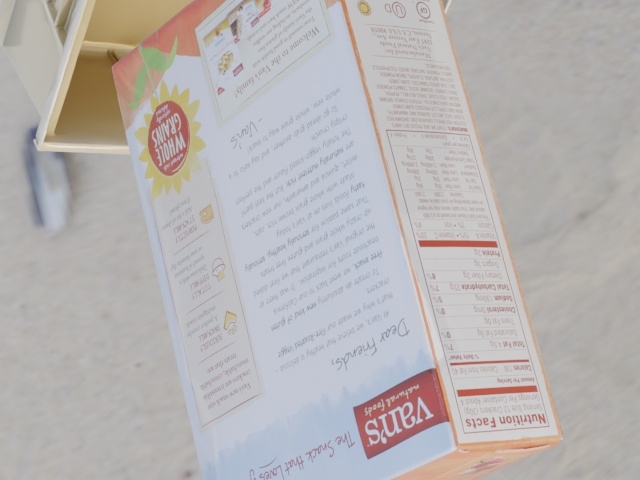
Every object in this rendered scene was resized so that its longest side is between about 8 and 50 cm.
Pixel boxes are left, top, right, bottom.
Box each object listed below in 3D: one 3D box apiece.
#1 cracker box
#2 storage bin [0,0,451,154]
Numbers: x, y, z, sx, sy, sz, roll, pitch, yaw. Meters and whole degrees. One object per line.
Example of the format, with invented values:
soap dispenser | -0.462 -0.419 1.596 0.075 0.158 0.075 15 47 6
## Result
cracker box | 0.000 0.000 0.838 0.155 0.067 0.232 -30 66 45
storage bin | -0.048 -0.192 1.296 0.123 0.262 0.260 56 133 43
